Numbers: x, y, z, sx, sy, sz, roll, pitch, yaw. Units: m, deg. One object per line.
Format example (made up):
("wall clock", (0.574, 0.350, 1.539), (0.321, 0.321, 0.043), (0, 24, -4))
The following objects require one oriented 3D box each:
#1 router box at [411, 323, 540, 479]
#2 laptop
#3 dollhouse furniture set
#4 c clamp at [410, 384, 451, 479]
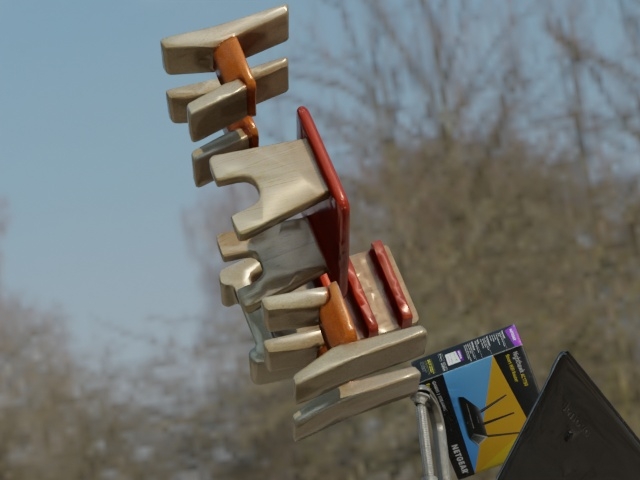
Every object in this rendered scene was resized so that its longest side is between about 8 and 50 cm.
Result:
("router box", (0.198, 0.195, 2.296), (0.133, 0.046, 0.179), (-21, -52, 4))
("laptop", (0.175, 0.367, 2.167), (0.408, 0.236, 0.382), (-19, -41, 21))
("dollhouse furniture set", (0.000, 0.000, 1.328), (0.135, 0.262, 0.259), (-19, -23, -9))
("c clamp", (0.112, 0.210, 1.926), (0.022, 0.161, 0.137), (-16, -39, 16))
